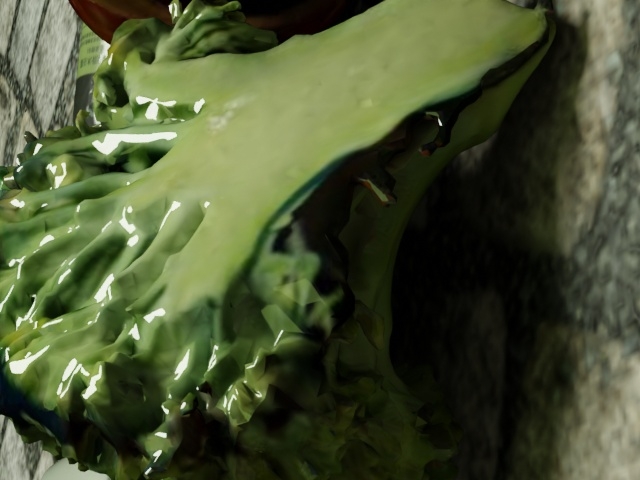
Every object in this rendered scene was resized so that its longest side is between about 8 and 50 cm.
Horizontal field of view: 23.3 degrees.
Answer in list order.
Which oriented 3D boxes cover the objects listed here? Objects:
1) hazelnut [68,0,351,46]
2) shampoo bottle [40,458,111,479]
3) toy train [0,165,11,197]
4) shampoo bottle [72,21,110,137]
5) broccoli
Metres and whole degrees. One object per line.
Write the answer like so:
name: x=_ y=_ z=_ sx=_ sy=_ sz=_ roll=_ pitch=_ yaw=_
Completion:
hazelnut: x=-0.055 y=-0.186 z=0.751 sx=0.204 sy=0.178 sz=0.178 roll=96 pitch=166 yaw=-53
shampoo bottle: x=-0.143 y=0.203 z=0.962 sx=0.284 sy=0.071 sz=0.153 roll=162 pitch=111 yaw=-66
toy train: x=-0.275 y=-0.032 z=1.355 sx=0.093 sy=0.038 sz=0.056 roll=30 pitch=103 yaw=64
shampoo bottle: x=-0.087 y=-0.108 z=0.890 sx=0.101 sy=0.101 sz=0.284 roll=173 pitch=103 yaw=-65
broccoli: x=-0.004 y=0.014 z=0.672 sx=0.242 sy=0.273 sz=0.180 roll=58 pitch=180 yaw=42
